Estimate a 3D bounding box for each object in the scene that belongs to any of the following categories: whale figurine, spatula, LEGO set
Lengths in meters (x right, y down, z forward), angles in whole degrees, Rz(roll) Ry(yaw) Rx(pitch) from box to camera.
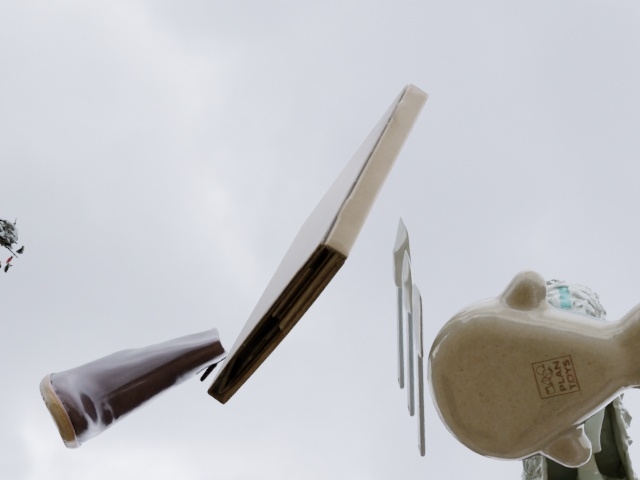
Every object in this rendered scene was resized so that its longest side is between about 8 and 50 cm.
[{"bbox_3d":[0.252,0.131,1.463,0.272,0.141,0.216,-16,-89,24],"label":"whale figurine"},{"bbox_3d":[0.104,0.111,1.565,0.019,0.168,0.242,-9,-56,-6],"label":"spatula"},{"bbox_3d":[-0.289,-0.003,1.251,0.054,0.083,0.023,21,-67,-36],"label":"LEGO set"}]

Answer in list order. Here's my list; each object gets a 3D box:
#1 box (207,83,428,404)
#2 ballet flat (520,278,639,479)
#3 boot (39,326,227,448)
[{"bbox_3d":[0.000,0.000,0.929,0.021,0.201,0.164,34,-50,-5],"label":"box"},{"bbox_3d":[0.300,0.251,1.603,0.147,0.147,0.409,-9,-80,21],"label":"ballet flat"},{"bbox_3d":[-0.213,0.157,1.617,0.207,0.248,0.090,-24,-88,-1],"label":"boot"}]
